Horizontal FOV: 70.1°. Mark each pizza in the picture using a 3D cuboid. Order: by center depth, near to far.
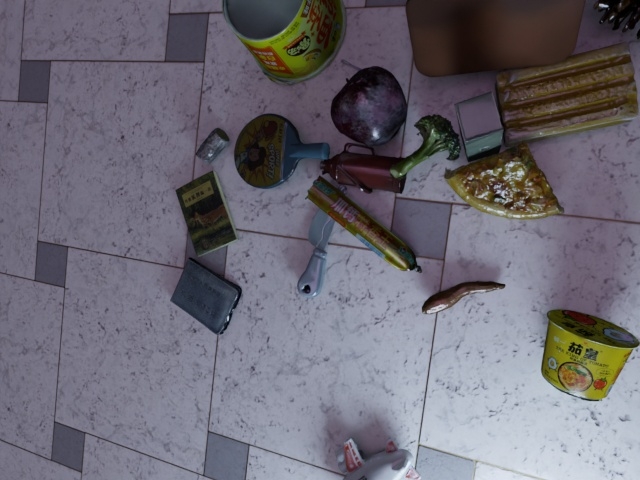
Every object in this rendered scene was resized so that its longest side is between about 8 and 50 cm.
[{"bbox_3d":[0.439,-0.135,1.067,0.291,0.058,0.197,22,133,8],"label":"pizza"}]

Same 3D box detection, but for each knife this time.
[{"bbox_3d":[-0.002,0.000,1.291,0.080,0.044,0.332,15,91,21],"label":"knife"}]

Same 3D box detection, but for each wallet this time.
[{"bbox_3d":[-0.357,0.173,1.422,0.222,0.036,0.168,30,101,17],"label":"wallet"}]

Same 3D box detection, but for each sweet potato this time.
[{"bbox_3d":[0.357,0.137,1.159,0.214,0.050,0.050,-23,84,13],"label":"sweet potato"}]

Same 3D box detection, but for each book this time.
[{"bbox_3d":[-0.355,-0.082,1.420,0.160,0.024,0.229,-22,85,22],"label":"book"}]

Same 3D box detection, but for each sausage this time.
[{"bbox_3d":[0.119,-0.030,1.213,0.371,0.082,0.082,39,104,10],"label":"sausage"}]

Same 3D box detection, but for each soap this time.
[{"bbox_3d":[0.556,-0.329,1.049,0.273,0.089,0.174,-8,86,20],"label":"soap"}]

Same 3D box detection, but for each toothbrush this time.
[{"bbox_3d":[0.109,-0.465,1.246,0.131,0.013,0.011,34,92,17],"label":"toothbrush"}]

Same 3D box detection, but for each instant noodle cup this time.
[{"bbox_3d":[0.585,0.257,1.020,0.182,0.182,0.145,14,106,19],"label":"instant noodle cup"},{"bbox_3d":[-0.106,-0.599,1.209,0.310,0.221,0.312,1,92,21],"label":"instant noodle cup"}]

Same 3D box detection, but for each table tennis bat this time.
[{"bbox_3d":[-0.121,-0.252,1.289,0.328,0.044,0.216,7,92,33],"label":"table tennis bat"}]

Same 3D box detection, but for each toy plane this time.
[{"bbox_3d":[0.148,0.634,1.214,0.251,0.118,0.253,1,93,23],"label":"toy plane"}]

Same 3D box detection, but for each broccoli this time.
[{"bbox_3d":[0.249,-0.220,1.113,0.204,0.118,0.122,-43,111,-18],"label":"broccoli"}]

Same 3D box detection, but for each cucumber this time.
[{"bbox_3d":[-0.331,-0.285,1.385,0.112,0.064,0.064,-42,78,19],"label":"cucumber"}]

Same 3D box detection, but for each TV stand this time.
[{"bbox_3d":[0.357,-0.246,1.026,0.082,0.269,0.088,-14,87,20],"label":"TV stand"}]

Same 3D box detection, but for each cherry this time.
[{"bbox_3d":[0.129,-0.336,1.160,0.194,0.195,0.195,1,92,20],"label":"cherry"}]

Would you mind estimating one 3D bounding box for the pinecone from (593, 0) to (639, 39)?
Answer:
[{"bbox_3d":[0.702,-0.520,0.917,0.291,0.246,0.247,10,95,30],"label":"pinecone"}]

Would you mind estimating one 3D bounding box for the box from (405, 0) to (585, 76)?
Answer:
[{"bbox_3d":[0.375,-0.545,1.000,0.338,0.239,0.230,1,67,21],"label":"box"}]

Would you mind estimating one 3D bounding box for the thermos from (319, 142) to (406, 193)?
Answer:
[{"bbox_3d":[0.109,-0.190,1.209,0.231,0.099,0.124,12,100,18],"label":"thermos"}]
